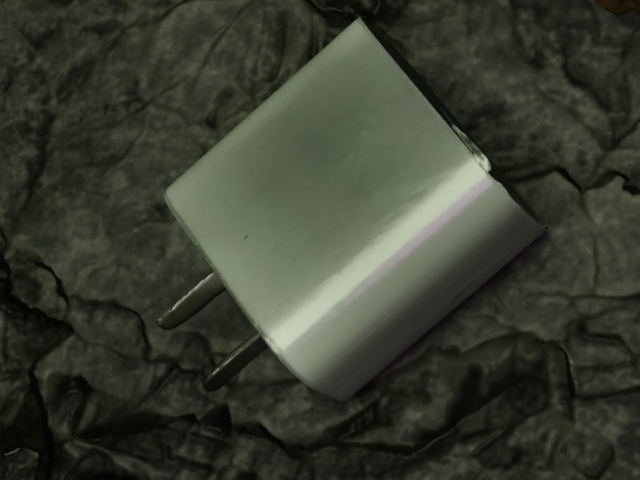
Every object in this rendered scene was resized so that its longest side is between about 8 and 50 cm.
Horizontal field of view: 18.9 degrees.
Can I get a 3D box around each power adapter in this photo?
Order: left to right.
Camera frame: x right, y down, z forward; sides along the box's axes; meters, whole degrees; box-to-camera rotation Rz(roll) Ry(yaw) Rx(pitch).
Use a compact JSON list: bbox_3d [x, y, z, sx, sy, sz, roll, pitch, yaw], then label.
[{"bbox_3d":[0.000,0.000,1.320,0.255,0.124,0.187,-42,64,9],"label":"power adapter"}]

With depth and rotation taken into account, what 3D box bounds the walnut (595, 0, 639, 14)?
[{"bbox_3d":[0.230,-0.246,1.238,0.213,0.213,0.213,-6,75,21],"label":"walnut"}]
